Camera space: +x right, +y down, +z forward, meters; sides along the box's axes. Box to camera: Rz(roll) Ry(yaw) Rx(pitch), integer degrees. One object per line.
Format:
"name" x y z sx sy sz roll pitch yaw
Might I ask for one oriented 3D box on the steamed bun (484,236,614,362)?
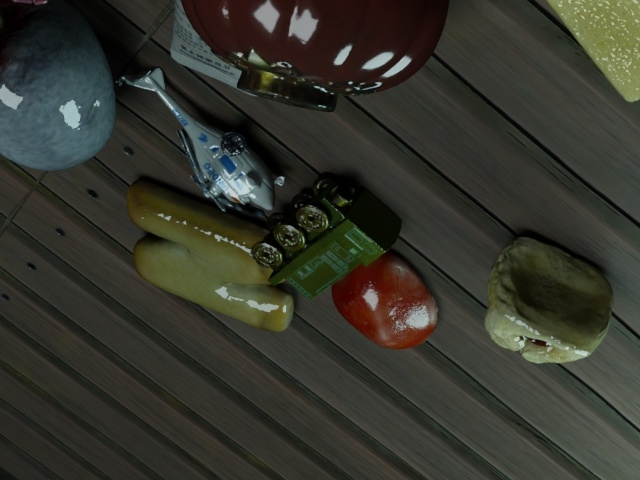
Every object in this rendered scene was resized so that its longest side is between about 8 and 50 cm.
"steamed bun" 0.294 0.102 1.936 0.172 0.141 0.155 25 149 3

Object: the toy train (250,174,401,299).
"toy train" 0.000 0.000 2.057 0.137 0.090 0.225 40 136 -12

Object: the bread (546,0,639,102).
"bread" 0.333 -0.247 1.537 0.188 0.068 0.125 46 143 -19

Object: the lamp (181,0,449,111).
"lamp" -0.007 -0.277 1.581 0.303 0.257 0.303 15 -176 -1

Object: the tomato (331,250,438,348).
"tomato" 0.094 0.101 2.132 0.174 0.082 0.166 39 144 -7

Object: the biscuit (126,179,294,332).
"biscuit" -0.176 0.030 2.269 0.290 0.062 0.237 23 144 14

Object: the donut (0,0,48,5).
"donut" -0.378 -0.417 1.702 0.136 0.259 0.345 31 145 21

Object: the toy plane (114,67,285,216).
"toy plane" -0.163 -0.148 2.046 0.273 0.107 0.182 54 -170 12

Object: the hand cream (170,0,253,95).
"hand cream" -0.132 -0.296 1.816 0.139 0.089 0.314 27 149 9

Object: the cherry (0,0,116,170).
"cherry" -0.404 -0.224 1.995 0.255 0.218 0.296 16 151 40
